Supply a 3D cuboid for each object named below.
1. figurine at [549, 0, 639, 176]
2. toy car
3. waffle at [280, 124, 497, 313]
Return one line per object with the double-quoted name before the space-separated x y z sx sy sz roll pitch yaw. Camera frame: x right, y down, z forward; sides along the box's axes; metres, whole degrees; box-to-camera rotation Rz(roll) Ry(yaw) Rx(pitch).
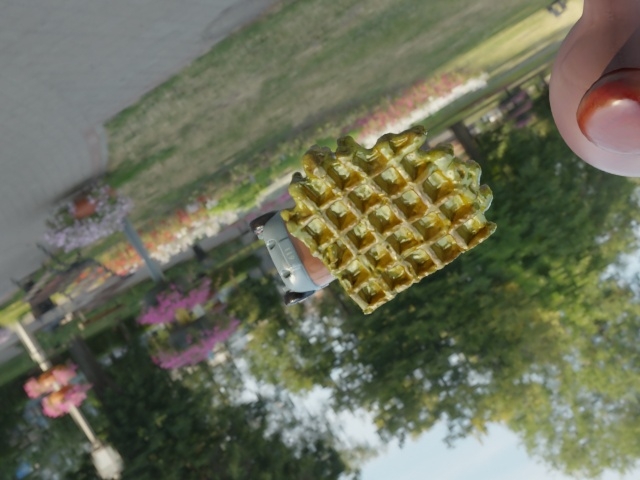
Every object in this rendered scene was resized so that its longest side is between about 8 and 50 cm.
"figurine" 0.377 -0.167 1.091 0.270 0.261 0.211 12 145 -18
"toy car" 0.000 0.000 1.831 0.212 0.180 0.270 -25 179 5
"waffle" 0.074 -0.047 1.107 0.229 0.219 0.057 -35 -154 20
